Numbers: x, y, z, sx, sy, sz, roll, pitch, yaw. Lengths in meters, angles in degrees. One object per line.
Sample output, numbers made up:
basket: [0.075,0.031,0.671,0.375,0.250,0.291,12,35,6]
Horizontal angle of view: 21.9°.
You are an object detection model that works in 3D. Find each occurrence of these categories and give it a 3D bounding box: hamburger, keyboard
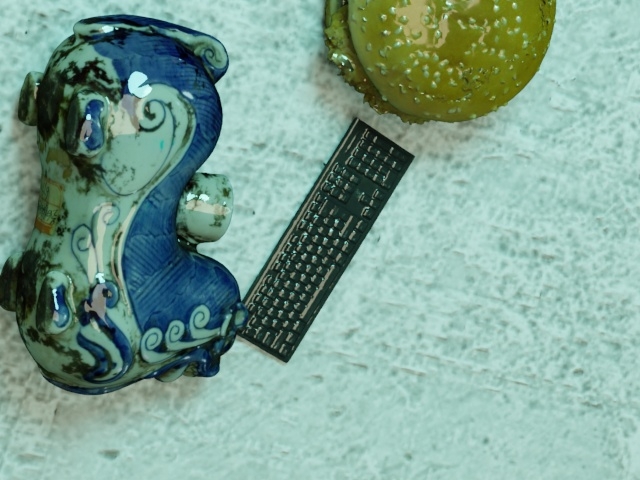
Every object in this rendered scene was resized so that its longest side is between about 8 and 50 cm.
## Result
hamburger: [0.090,-0.181,1.304,0.191,0.118,0.182,-21,102,-10]
keyboard: [0.000,0.000,1.357,0.067,0.011,0.202,32,88,-22]

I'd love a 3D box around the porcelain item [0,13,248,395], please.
porcelain item: [-0.133,-0.023,1.246,0.186,0.138,0.288,4,99,-30]
